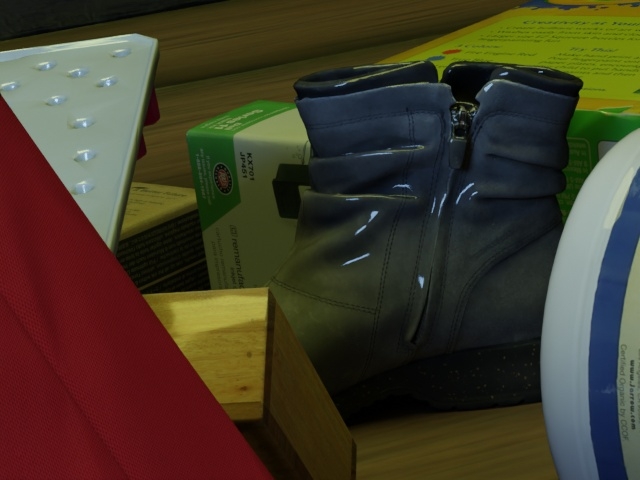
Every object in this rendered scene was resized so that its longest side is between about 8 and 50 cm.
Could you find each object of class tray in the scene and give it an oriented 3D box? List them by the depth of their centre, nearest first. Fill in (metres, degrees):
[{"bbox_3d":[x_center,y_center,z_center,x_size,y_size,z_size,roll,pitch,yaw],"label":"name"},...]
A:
[{"bbox_3d":[-0.203,0.110,1.030,0.411,0.076,0.203,-4,-27,12],"label":"tray"}]

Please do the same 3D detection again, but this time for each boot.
[{"bbox_3d":[0.000,0.000,1.244,0.338,0.223,0.118,-10,18,-11],"label":"boot"}]

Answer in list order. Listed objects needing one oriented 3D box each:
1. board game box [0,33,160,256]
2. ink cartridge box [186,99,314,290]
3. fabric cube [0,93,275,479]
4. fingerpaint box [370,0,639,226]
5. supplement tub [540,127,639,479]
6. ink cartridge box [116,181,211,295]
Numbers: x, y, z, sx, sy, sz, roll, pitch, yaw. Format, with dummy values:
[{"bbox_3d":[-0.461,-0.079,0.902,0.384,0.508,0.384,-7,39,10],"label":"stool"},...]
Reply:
[{"bbox_3d":[-0.279,0.017,0.953,0.390,0.050,0.390,-8,26,5],"label":"board game box"},{"bbox_3d":[0.016,-0.011,1.399,0.208,0.153,0.087,7,22,42],"label":"ink cartridge box"},{"bbox_3d":[-0.155,0.139,0.644,0.254,0.258,0.259,-32,13,12],"label":"fabric cube"},{"bbox_3d":[0.282,-0.070,1.466,0.445,0.163,0.371,7,22,38],"label":"fingerpaint box"},{"bbox_3d":[0.286,0.059,0.918,0.316,0.228,0.228,5,21,35],"label":"supplement tub"},{"bbox_3d":[-0.220,0.017,1.514,0.234,0.088,0.193,6,20,39],"label":"ink cartridge box"}]
